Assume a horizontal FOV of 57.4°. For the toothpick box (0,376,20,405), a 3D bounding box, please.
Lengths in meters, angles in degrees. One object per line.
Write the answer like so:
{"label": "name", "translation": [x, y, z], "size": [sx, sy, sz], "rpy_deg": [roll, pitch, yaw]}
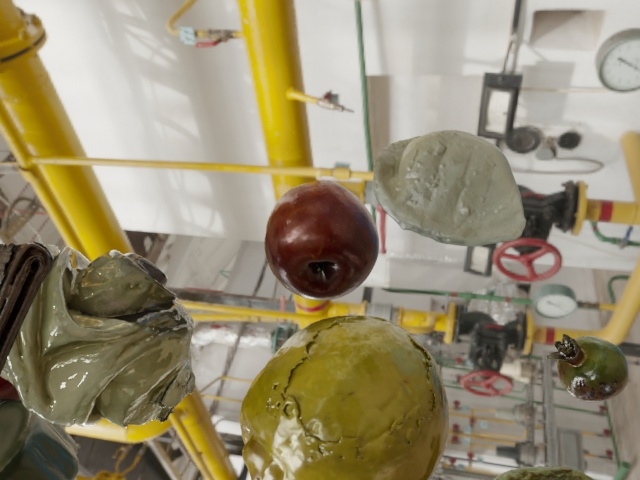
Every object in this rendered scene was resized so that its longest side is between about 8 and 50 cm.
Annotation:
{"label": "toothpick box", "translation": [-0.836, 0.352, 1.454], "size": [0.333, 0.204, 0.204], "rpy_deg": [-38, -29, -13]}

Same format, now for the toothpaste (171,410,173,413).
{"label": "toothpaste", "translation": [-0.354, 0.349, 1.348], "size": [0.205, 0.056, 0.036], "rpy_deg": [117, 168, -46]}

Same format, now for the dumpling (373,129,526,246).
{"label": "dumpling", "translation": [0.144, -0.056, 0.681], "size": [0.176, 0.150, 0.092], "rpy_deg": [60, 172, 8]}

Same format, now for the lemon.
{"label": "lemon", "translation": [0.036, 0.251, 0.828], "size": [0.297, 0.297, 0.297], "rpy_deg": [5, -90, -78]}

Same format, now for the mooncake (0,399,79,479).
{"label": "mooncake", "translation": [-0.644, 0.491, 1.133], "size": [0.187, 0.351, 0.351], "rpy_deg": [63, -154, -23]}

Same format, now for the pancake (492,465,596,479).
{"label": "pancake", "translation": [0.324, 0.438, 0.860], "size": [0.037, 0.254, 0.253], "rpy_deg": [-86, -2, -78]}

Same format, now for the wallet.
{"label": "wallet", "translation": [-0.290, 0.060, 0.473], "size": [0.042, 0.230, 0.124], "rpy_deg": [30, -111, -42]}

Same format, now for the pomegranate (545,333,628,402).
{"label": "pomegranate", "translation": [0.505, 0.241, 1.102], "size": [0.159, 0.129, 0.129], "rpy_deg": [17, -103, -46]}

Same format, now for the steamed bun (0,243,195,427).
{"label": "steamed bun", "translation": [-0.350, 0.124, 0.945], "size": [0.237, 0.394, 0.346], "rpy_deg": [-54, 31, 3]}

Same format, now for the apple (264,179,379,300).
{"label": "apple", "translation": [0.000, 0.000, 1.112], "size": [0.201, 0.218, 0.218], "rpy_deg": [-80, -12, -47]}
